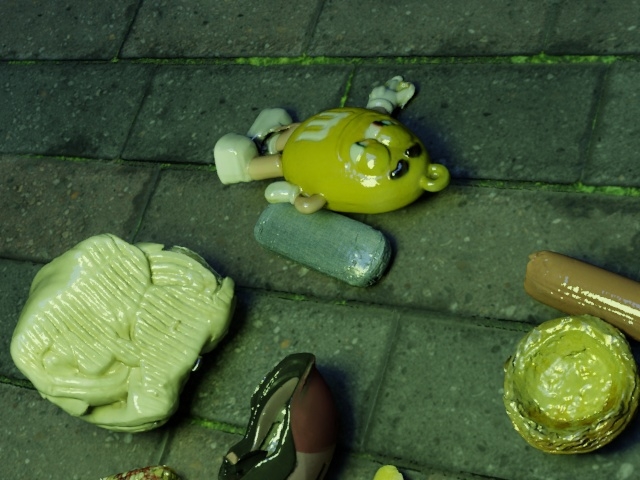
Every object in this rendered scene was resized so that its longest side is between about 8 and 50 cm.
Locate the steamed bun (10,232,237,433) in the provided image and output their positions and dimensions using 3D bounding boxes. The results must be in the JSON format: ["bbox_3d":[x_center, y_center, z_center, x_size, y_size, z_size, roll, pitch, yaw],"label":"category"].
[{"bbox_3d":[-0.337,0.163,1.918,0.394,0.237,0.346,-13,83,-15],"label":"steamed bun"}]

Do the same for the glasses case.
[{"bbox_3d":[0.000,0.000,1.926,0.282,0.067,0.109,21,78,34],"label":"glasses case"}]

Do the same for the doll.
[{"bbox_3d":[0.018,-0.165,1.961,0.423,0.161,0.348,-12,41,14],"label":"doll"}]

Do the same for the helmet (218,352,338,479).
[{"bbox_3d":[-0.048,0.318,1.724,0.253,0.154,0.198,-50,13,-16],"label":"helmet"}]

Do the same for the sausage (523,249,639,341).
[{"bbox_3d":[0.429,0.090,1.623,0.289,0.086,0.086,24,77,37],"label":"sausage"}]

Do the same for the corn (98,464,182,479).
[{"bbox_3d":[-0.366,0.450,1.860,0.290,0.098,0.098,-16,57,21],"label":"corn"}]

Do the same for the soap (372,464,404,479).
[{"bbox_3d":[0.087,0.427,1.659,0.089,0.033,0.168,26,78,35],"label":"soap"}]

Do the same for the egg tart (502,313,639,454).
[{"bbox_3d":[0.366,0.214,1.587,0.213,0.090,0.212,-13,58,21],"label":"egg tart"}]
